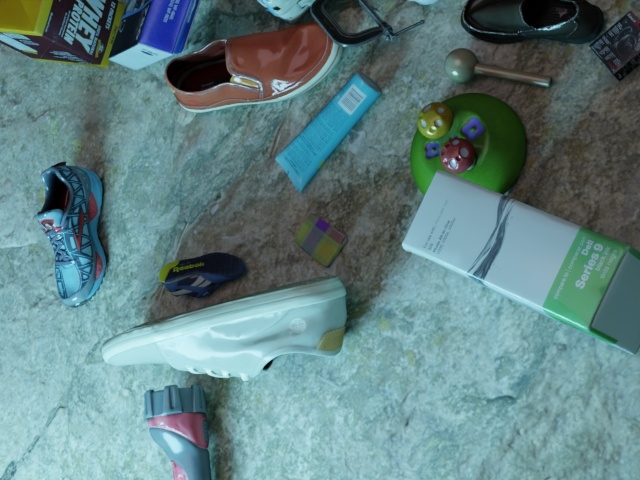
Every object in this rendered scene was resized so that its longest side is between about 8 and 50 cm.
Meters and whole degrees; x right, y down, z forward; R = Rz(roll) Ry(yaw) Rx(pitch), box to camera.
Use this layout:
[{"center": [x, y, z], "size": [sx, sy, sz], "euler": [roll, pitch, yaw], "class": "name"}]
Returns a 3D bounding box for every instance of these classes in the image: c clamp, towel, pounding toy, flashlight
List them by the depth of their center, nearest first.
[{"center": [0.207, -0.167, 1.688], "size": [0.183, 0.110, 0.237], "euler": [22, 89, 33], "class": "pounding toy"}, {"center": [-0.218, 0.382, 1.805], "size": [0.103, 0.103, 0.304], "euler": [-27, 63, 52], "class": "flashlight"}, {"center": [0.000, 0.000, 1.827], "size": [0.083, 0.009, 0.060], "euler": [36, 97, 33], "class": "towel"}, {"center": [0.065, -0.357, 1.853], "size": [0.137, 0.022, 0.160], "euler": [-29, 53, -16], "class": "c clamp"}]

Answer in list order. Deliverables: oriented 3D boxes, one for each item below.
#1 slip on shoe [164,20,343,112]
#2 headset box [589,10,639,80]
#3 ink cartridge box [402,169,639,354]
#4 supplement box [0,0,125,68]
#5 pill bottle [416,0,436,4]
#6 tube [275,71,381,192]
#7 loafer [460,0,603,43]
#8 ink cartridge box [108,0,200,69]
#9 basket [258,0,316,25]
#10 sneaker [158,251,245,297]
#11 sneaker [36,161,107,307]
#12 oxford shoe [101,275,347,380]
[{"center": [-0.114, -0.292, 1.917], "size": [0.331, 0.101, 0.123], "euler": [-11, 69, 25], "class": "slip on shoe"}, {"center": [0.432, -0.276, 1.628], "size": [0.083, 0.032, 0.062], "euler": [-41, 61, 15], "class": "headset box"}, {"center": [0.285, 0.027, 1.529], "size": [0.289, 0.211, 0.121], "euler": [26, 92, 33], "class": "ink cartridge box"}, {"center": [-0.504, -0.414, 2.126], "size": [0.191, 0.194, 0.129], "euler": [11, 84, 33], "class": "supplement box"}, {"center": [0.135, -0.421, 1.772], "size": [0.086, 0.152, 0.086], "euler": [-8, 73, 29], "class": "pill bottle"}, {"center": [0.011, -0.177, 1.847], "size": [0.207, 0.052, 0.080], "euler": [-47, 54, 18], "class": "tube"}, {"center": [0.301, -0.338, 1.694], "size": [0.220, 0.078, 0.080], "euler": [7, 81, 32], "class": "loafer"}, {"center": [-0.277, -0.387, 1.959], "size": [0.333, 0.065, 0.165], "euler": [6, 77, 67], "class": "ink cartridge box"}, {"center": [-0.080, -0.525, 1.896], "size": [0.255, 0.201, 0.289], "euler": [-44, 66, 8], "class": "basket"}, {"center": [-0.190, 0.060, 1.903], "size": [0.144, 0.059, 0.053], "euler": [-8, 41, 13], "class": "sneaker"}, {"center": [-0.455, -0.011, 2.032], "size": [0.104, 0.125, 0.261], "euler": [-16, 69, 27], "class": "sneaker"}, {"center": [-0.155, 0.159, 1.800], "size": [0.449, 0.169, 0.130], "euler": [-13, 92, 27], "class": "oxford shoe"}]
